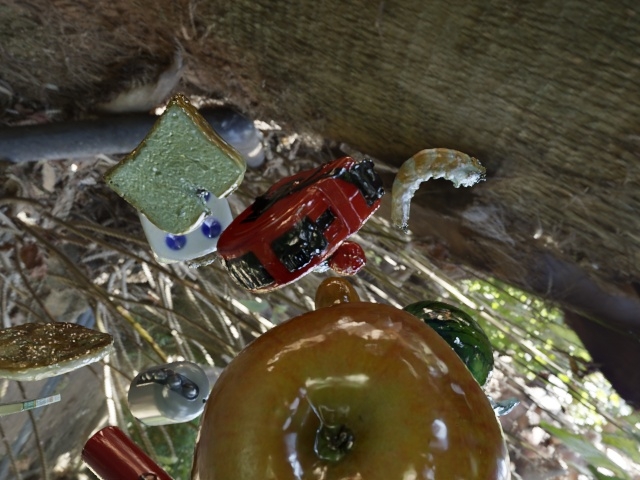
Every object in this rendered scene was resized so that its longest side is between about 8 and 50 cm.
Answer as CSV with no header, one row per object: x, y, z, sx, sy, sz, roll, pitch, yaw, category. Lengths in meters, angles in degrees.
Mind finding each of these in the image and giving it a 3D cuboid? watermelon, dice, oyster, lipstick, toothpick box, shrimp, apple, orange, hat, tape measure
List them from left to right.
-0.250,0.370,0.782,0.073,0.279,0.073,-31,132,-42,lipstick
-0.517,0.514,1.821,0.316,0.229,0.229,-25,-160,48,toothpick box
-0.503,-0.112,1.946,0.304,0.304,0.277,-21,-158,-16,dice
-0.315,0.060,1.415,0.083,0.019,0.054,-14,-177,7,oyster
-0.051,-0.026,0.898,0.260,0.114,0.253,-45,-160,-29,tape measure
0.000,0.000,1.753,0.242,0.332,0.274,-61,176,-73,hat
0.047,0.180,1.504,0.124,0.156,0.156,-28,179,10,orange
0.029,0.277,0.664,0.400,0.400,0.333,-56,153,-2,apple
0.289,-0.152,1.447,0.287,0.185,0.068,-42,-154,15,shrimp
0.332,0.345,1.577,0.363,0.363,0.363,-55,174,-9,watermelon

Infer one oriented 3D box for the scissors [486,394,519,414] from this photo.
0.578,0.562,1.787,0.191,0.029,0.360,-31,148,5,scissors

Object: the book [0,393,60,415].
-0.844,0.448,1.421,0.264,0.202,0.027,121,-38,-77,book

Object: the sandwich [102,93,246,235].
-0.335,-0.162,1.269,0.273,0.249,0.095,-43,-164,14,sandwich

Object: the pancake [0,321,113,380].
-0.742,0.285,1.428,0.356,0.356,0.065,-31,128,-76,pancake
